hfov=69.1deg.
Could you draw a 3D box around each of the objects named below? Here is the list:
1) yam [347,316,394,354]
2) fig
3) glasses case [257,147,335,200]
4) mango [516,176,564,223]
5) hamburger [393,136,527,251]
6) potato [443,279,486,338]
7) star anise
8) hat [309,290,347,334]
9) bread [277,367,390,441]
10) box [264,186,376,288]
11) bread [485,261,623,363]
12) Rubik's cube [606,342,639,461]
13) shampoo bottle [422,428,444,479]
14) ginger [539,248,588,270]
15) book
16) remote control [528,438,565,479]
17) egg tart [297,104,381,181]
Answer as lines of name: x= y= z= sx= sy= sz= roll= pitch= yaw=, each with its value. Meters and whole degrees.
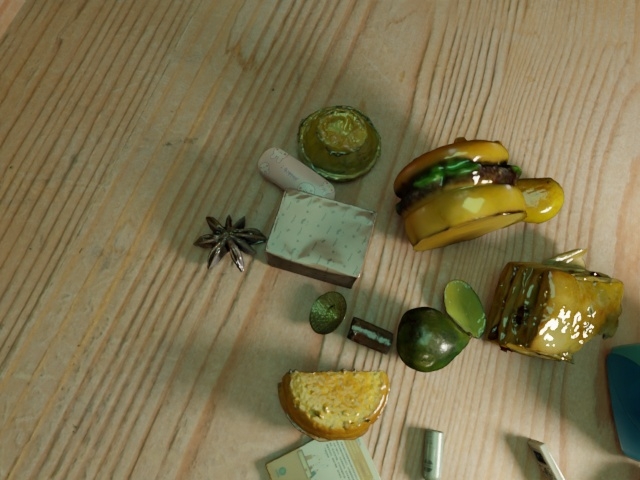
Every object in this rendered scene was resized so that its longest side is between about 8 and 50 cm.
yam: x=0.155 y=0.299 z=1.462 sx=0.141 sy=0.079 sz=0.079 roll=22 pitch=74 yaw=3
fig: x=0.350 y=0.298 z=1.411 sx=0.245 sy=0.195 sz=0.195 roll=-1 pitch=74 yaw=1
glasses case: x=-0.083 y=-0.208 z=1.599 sx=0.297 sy=0.075 sz=0.113 roll=35 pitch=83 yaw=9
mango: x=0.695 y=-0.139 z=1.588 sx=0.262 sy=0.130 sz=0.167 roll=0 pitch=78 yaw=4
hamburger: x=0.412 y=-0.146 z=1.453 sx=0.395 sy=0.396 sz=0.277 roll=-12 pitch=76 yaw=-6
potato: x=0.464 y=0.223 z=1.509 sx=0.119 sy=0.054 sz=0.198 roll=-33 pitch=82 yaw=-12
star anise: x=-0.296 y=0.003 z=1.526 sx=0.236 sy=0.093 sz=0.229 roll=-16 pitch=69 yaw=-11
hat: x=0.040 y=0.241 z=1.484 sx=0.146 sy=0.067 sz=0.146 roll=-22 pitch=50 yaw=29
bread: x=0.046 y=0.476 z=1.335 sx=0.340 sy=0.194 sz=0.179 roll=2 pitch=60 yaw=-5
box: x=0.000 y=0.000 z=1.485 sx=0.297 sy=0.190 sz=0.225 roll=16 pitch=74 yaw=4
bread: x=0.726 y=0.226 z=1.413 sx=0.370 sy=0.191 sz=0.314 roll=13 pitch=92 yaw=-1
Rubik's cube: x=1.081 y=0.466 z=1.309 sx=0.347 sy=0.351 sz=0.352 roll=2 pitch=71 yaw=-2
shampoo bottle: x=0.331 y=0.664 z=1.370 sx=0.056 sy=0.056 sz=0.195 roll=8 pitch=73 yaw=0
ginger: x=0.783 y=0.106 z=1.535 sx=0.193 sy=0.115 sz=0.123 roll=-17 pitch=91 yaw=4
book: x=0.012 y=0.691 z=1.366 sx=0.295 sy=0.020 sz=0.208 roll=-23 pitch=76 yaw=-9
remote control: x=0.681 y=0.685 z=1.363 sx=0.029 sy=0.087 sz=0.190 roll=-24 pitch=77 yaw=-5
egg tart: x=0.066 y=-0.359 z=1.629 sx=0.315 sy=0.120 sz=0.315 roll=1 pitch=72 yaw=-2
